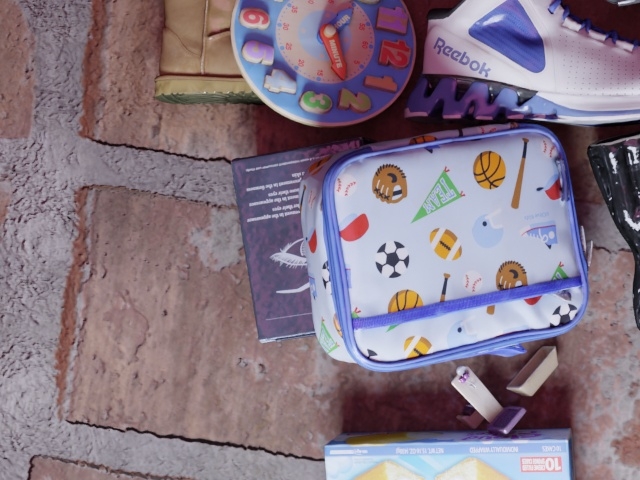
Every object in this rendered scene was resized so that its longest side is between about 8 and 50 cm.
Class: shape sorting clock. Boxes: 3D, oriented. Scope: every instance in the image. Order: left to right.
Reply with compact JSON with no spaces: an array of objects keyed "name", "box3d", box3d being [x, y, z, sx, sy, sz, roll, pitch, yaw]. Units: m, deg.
[{"name":"shape sorting clock","box3d":[0.005,-0.220,1.300,0.206,0.040,0.206,4,74,-16]}]

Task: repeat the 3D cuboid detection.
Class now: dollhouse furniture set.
[{"name":"dollhouse furniture set","box3d":[0.190,0.140,1.314,0.114,0.091,0.081,-45,101,-18]}]

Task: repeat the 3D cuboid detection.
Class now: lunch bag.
[{"name":"lunch bag","box3d":[0.135,0.011,1.235,0.303,0.115,0.243,-9,90,-21]}]

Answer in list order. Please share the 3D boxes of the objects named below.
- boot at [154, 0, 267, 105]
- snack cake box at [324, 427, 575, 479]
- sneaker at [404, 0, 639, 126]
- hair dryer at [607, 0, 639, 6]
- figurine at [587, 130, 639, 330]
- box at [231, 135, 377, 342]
[{"name":"boot","box3d":[-0.081,-0.292,1.361,0.236,0.089,0.270,2,87,7]},{"name":"snack cake box","box3d":[0.144,0.287,1.312,0.264,0.089,0.152,-4,89,14]},{"name":"sneaker","box3d":[0.243,-0.212,1.262,0.315,0.127,0.182,2,93,15]},{"name":"hair dryer","box3d":[0.437,-0.293,1.238,0.293,0.080,0.224,34,94,24]},{"name":"figurine","box3d":[0.407,-0.025,1.254,0.214,0.092,0.210,-14,95,13]},{"name":"box","box3d":[0.000,0.000,1.333,0.153,0.108,0.207,-8,89,13]}]
